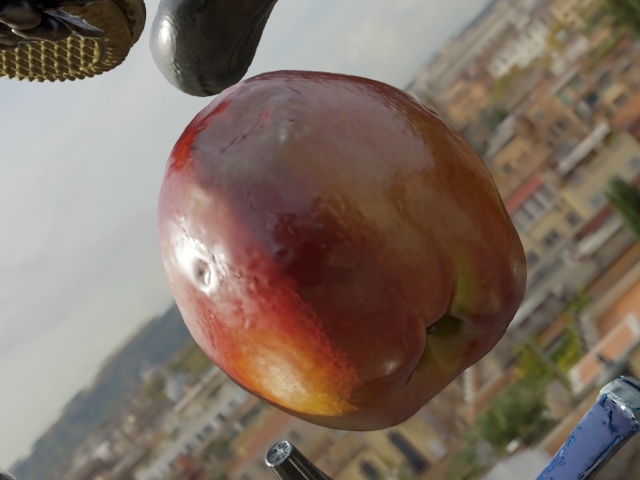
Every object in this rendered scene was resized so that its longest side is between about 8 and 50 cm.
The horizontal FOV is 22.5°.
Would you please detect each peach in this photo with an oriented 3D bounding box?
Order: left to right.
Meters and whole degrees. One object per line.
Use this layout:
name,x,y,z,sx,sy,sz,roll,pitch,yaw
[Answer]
peach,0.000,0.000,0.969,0.199,0.243,0.243,-58,-2,17

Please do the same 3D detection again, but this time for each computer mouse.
computer mouse,-0.142,-0.285,2.032,0.264,0.147,0.088,-62,-9,30

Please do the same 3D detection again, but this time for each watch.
watch,0.276,0.280,1.512,0.274,0.276,0.068,-51,45,-6

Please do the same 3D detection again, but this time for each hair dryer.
hair dryer,0.018,0.327,1.654,0.075,0.195,0.219,-31,32,10

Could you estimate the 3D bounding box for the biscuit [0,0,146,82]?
biscuit,-0.324,-0.249,1.814,0.259,0.259,0.079,138,136,-65

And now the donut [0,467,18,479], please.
donut,-0.291,0.249,1.100,0.270,0.269,0.103,-45,18,6

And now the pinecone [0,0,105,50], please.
pinecone,-0.234,-0.229,1.133,0.202,0.201,0.229,-9,22,-15

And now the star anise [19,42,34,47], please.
star anise,-0.411,-0.279,1.614,0.316,0.359,0.139,-12,-5,-7
